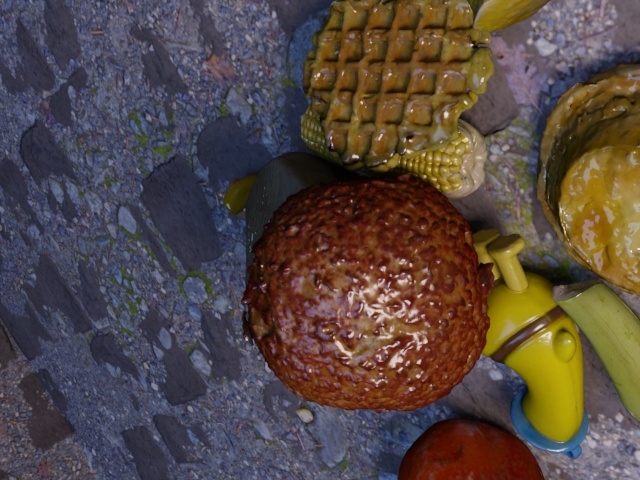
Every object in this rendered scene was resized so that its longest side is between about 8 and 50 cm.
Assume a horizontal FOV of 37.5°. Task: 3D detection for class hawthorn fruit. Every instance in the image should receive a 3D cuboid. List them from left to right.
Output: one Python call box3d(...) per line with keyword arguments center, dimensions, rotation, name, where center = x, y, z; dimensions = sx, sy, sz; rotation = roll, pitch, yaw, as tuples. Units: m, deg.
box3d(center=(0.229, 0.390, 1.539), dimensions=(0.272, 0.241, 0.242), rotation=(-123, 25, -54), name="hawthorn fruit")

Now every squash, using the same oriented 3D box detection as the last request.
box3d(center=(0.402, 0.147, 1.249), dimensions=(0.083, 0.083, 0.250), rotation=(-19, 113, 50), name="squash")

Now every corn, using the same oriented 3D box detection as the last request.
box3d(center=(0.101, -0.143, 1.369), dimensions=(0.305, 0.122, 0.123), rotation=(24, 159, 37), name="corn")

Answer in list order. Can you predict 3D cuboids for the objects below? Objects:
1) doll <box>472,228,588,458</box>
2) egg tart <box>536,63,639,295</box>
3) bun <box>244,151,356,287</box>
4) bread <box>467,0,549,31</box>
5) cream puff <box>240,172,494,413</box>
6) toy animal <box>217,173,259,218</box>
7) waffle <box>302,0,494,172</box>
box3d(center=(0.302, 0.160, 1.333), dimensions=(0.363, 0.145, 0.199), rotation=(66, 165, -16), name="doll")
box3d(center=(0.391, -0.049, 1.118), dimensions=(0.341, 0.129, 0.341), rotation=(25, 130, 34), name="egg tart")
box3d(center=(-0.006, 0.000, 1.500), dimensions=(0.281, 0.204, 0.282), rotation=(-172, 90, -66), name="bun")
box3d(center=(0.217, -0.341, 1.044), dimensions=(0.170, 0.197, 0.197), rotation=(55, 141, 8), name="bread")
box3d(center=(0.062, 0.065, 1.235), dimensions=(0.350, 0.350, 0.229), rotation=(51, 175, 7), name="cream puff")
box3d(center=(-0.123, -0.071, 1.681), dimensions=(0.114, 0.091, 0.082), rotation=(34, 165, -19), name="toy animal")
box3d(center=(0.095, -0.238, 1.266), dimensions=(0.300, 0.058, 0.282), rotation=(-21, 74, 36), name="waffle")
